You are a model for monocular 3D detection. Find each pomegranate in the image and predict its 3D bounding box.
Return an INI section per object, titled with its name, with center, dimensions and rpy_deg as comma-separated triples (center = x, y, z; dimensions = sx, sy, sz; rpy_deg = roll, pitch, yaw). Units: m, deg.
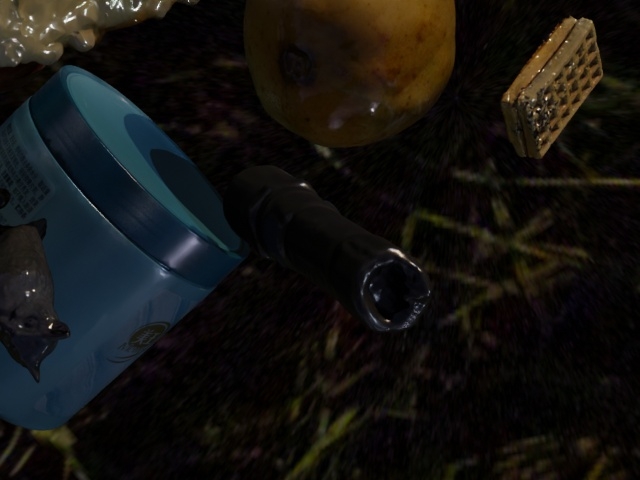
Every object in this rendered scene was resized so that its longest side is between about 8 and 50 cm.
[pomegranate]
center = 0.032, -0.252, 1.848
dimensions = 0.307, 0.307, 0.307
rpy_deg = 0, 95, 5

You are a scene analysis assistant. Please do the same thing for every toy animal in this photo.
[toy animal]
center = -0.272, 0.039, 1.334
dimensions = 0.121, 0.117, 0.210
rpy_deg = -50, 62, 23

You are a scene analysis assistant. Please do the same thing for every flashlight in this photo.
[flashlight]
center = 0.000, 0.000, 1.561
dimensions = 0.103, 0.424, 0.103
rpy_deg = -5, 104, -19

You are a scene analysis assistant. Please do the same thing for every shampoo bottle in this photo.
[shampoo bottle]
center = -0.324, 0.013, 1.883
dimensions = 0.342, 0.331, 0.331
rpy_deg = -42, 91, 9

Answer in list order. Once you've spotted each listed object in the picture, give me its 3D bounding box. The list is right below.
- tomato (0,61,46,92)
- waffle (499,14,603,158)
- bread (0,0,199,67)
[tomato]
center = -0.442, -0.330, 1.969
dimensions = 0.264, 0.265, 0.265
rpy_deg = 0, 95, 5
[waffle]
center = 0.264, -0.174, 1.706
dimensions = 0.042, 0.102, 0.148
rpy_deg = 25, 65, 31
[bread]
center = -0.228, -0.375, 1.253
dimensions = 0.371, 0.279, 0.390
rpy_deg = -29, 53, -28
